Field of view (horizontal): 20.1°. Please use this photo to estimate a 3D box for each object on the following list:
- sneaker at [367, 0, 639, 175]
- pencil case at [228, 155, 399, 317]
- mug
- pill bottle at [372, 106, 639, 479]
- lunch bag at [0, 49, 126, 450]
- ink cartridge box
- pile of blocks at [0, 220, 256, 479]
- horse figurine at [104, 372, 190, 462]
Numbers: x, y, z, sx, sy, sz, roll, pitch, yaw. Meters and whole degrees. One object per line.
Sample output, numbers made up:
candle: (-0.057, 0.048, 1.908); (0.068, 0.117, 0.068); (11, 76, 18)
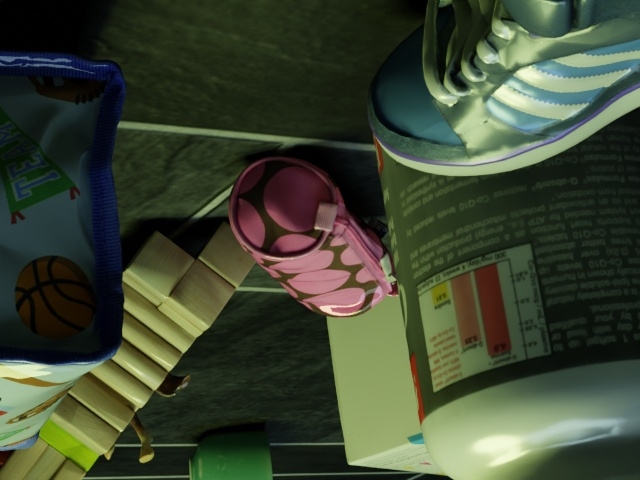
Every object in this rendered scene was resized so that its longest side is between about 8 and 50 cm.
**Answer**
sneaker: (0.110, -0.153, 1.020); (0.323, 0.130, 0.236); (-15, 151, 34)
pencil case: (0.000, 0.000, 1.446); (0.098, 0.095, 0.209); (23, 174, 21)
mug: (-0.112, 0.303, 2.224); (0.097, 0.129, 0.158); (-3, 161, -7)
pill bottle: (0.160, 0.050, 1.229); (0.210, 0.363, 0.210); (-7, 161, -2)
lunch bag: (-0.341, 0.022, 1.137); (0.385, 0.239, 0.328); (4, 162, -18)
ink cartridge box: (0.151, 0.129, 1.761); (0.171, 0.168, 0.233); (-24, 155, 37)
pile of blocks: (-0.199, 0.104, 1.559); (0.362, 0.112, 0.149); (-50, -173, 15)
horse figurine: (-0.261, 0.147, 1.701); (0.263, 0.174, 0.066); (-17, 153, -17)
